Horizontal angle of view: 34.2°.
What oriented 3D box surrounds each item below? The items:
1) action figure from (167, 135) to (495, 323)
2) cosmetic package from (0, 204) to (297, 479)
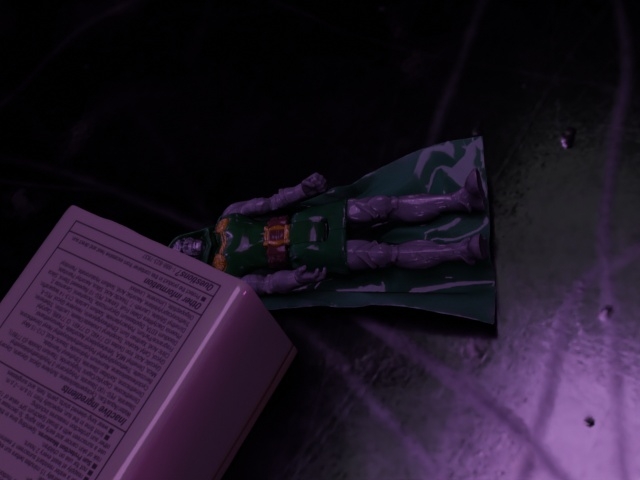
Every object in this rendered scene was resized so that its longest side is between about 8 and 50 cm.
[{"bbox_3d":[0.000,0.000,0.726,0.232,0.063,0.137,-8,62,18],"label":"action figure"},{"bbox_3d":[-0.167,0.148,0.660,0.160,0.113,0.309,23,71,28],"label":"cosmetic package"}]
